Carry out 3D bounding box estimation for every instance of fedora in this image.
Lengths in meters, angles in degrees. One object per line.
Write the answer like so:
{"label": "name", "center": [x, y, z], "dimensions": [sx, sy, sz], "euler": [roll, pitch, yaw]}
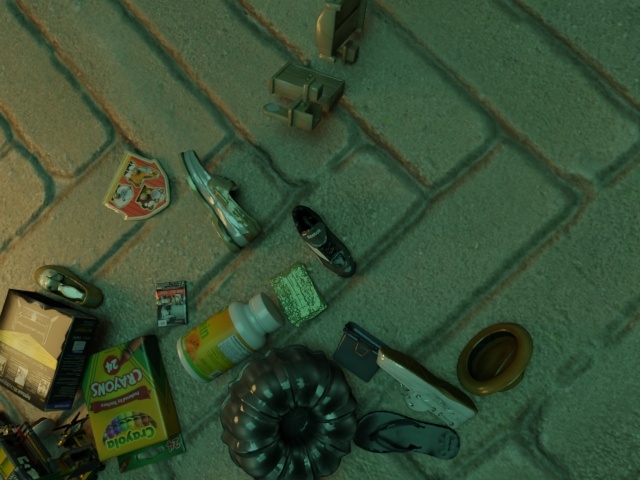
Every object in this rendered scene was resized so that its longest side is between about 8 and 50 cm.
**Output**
{"label": "fedora", "center": [0.408, 0.282, 1.181], "dimensions": [0.194, 0.194, 0.079], "euler": [-46, 114, 2]}

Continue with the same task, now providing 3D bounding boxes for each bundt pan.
{"label": "bundt pan", "center": [-0.057, 0.410, 1.173], "dimensions": [0.330, 0.124, 0.331], "euler": [0, 91, -19]}

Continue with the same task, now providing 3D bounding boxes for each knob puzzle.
{"label": "knob puzzle", "center": [-0.509, -0.144, 1.460], "dimensions": [0.213, 0.030, 0.213], "euler": [-2, 82, 10]}

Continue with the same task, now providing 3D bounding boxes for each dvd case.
{"label": "dvd case", "center": [-0.403, 0.172, 1.404], "dimensions": [0.087, 0.013, 0.120], "euler": [-8, 80, 10]}

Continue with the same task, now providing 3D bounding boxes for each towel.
{"label": "towel", "center": [-0.060, 0.138, 1.336], "dimensions": [0.110, 0.027, 0.148], "euler": [-32, 79, 6]}

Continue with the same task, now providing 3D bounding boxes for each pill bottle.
{"label": "pill bottle", "center": [-0.222, 0.236, 1.297], "dimensions": [0.245, 0.136, 0.136], "euler": [-34, 77, 5]}

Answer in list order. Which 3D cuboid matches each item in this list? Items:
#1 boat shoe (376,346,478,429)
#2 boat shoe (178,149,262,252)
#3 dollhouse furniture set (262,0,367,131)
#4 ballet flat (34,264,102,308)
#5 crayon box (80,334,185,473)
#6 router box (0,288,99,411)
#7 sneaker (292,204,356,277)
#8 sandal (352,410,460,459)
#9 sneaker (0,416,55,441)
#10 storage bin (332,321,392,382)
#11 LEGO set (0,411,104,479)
{"label": "boat shoe", "center": [0.229, 0.349, 1.186], "dimensions": [0.277, 0.098, 0.096], "euler": [35, 102, -8]}
{"label": "boat shoe", "center": [-0.264, -0.120, 1.375], "dimensions": [0.103, 0.113, 0.302], "euler": [-32, 88, 4]}
{"label": "dollhouse furniture set", "center": [-0.025, -0.502, 1.246], "dimensions": [0.173, 0.356, 0.303], "euler": [21, 48, 12]}
{"label": "ballet flat", "center": [-0.717, 0.122, 1.441], "dimensions": [0.232, 0.073, 0.080], "euler": [19, 86, 13]}
{"label": "crayon box", "center": [-0.493, 0.431, 1.351], "dimensions": [0.202, 0.081, 0.319], "euler": [-21, 79, 7]}
{"label": "router box", "center": [-0.749, 0.283, 1.377], "dimensions": [0.308, 0.081, 0.243], "euler": [13, 84, 30]}
{"label": "sneaker", "center": [0.000, 0.000, 1.303], "dimensions": [0.078, 0.106, 0.234], "euler": [-39, 77, 4]}
{"label": "sandal", "center": [0.199, 0.461, 1.226], "dimensions": [0.254, 0.054, 0.097], "euler": [1, 82, 11]}
{"label": "sneaker", "center": [-0.855, 0.511, 1.397], "dimensions": [0.268, 0.101, 0.153], "euler": [-31, 80, 8]}
{"label": "storage bin", "center": [0.097, 0.276, 1.258], "dimensions": [0.135, 0.098, 0.091], "euler": [32, 99, 13]}
{"label": "LEGO set", "center": [-0.718, 0.556, 1.266], "dimensions": [0.192, 0.331, 0.255], "euler": [41, 104, 21]}
